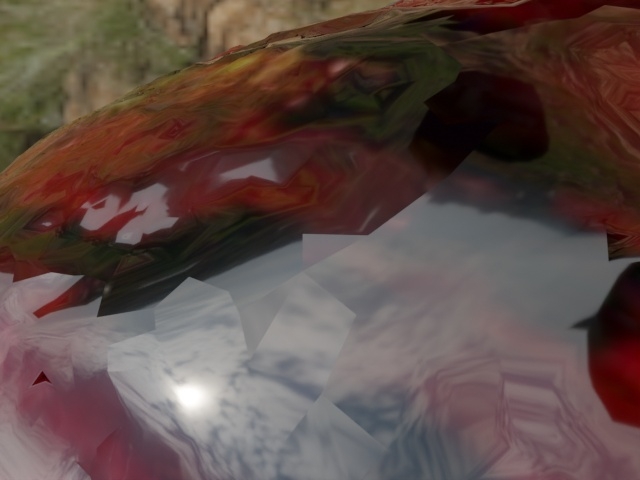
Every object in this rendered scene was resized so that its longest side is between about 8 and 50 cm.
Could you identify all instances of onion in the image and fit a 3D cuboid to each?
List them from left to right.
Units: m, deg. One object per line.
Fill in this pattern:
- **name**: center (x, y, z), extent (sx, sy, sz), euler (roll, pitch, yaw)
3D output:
- **onion**: center (0.056, 0.047, 0.391), extent (0.314, 0.280, 0.146), euler (39, 129, 11)

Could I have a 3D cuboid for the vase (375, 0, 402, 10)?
- **vase**: center (0.000, 0.000, 0.842), extent (0.115, 0.115, 0.237), euler (66, 150, 14)
